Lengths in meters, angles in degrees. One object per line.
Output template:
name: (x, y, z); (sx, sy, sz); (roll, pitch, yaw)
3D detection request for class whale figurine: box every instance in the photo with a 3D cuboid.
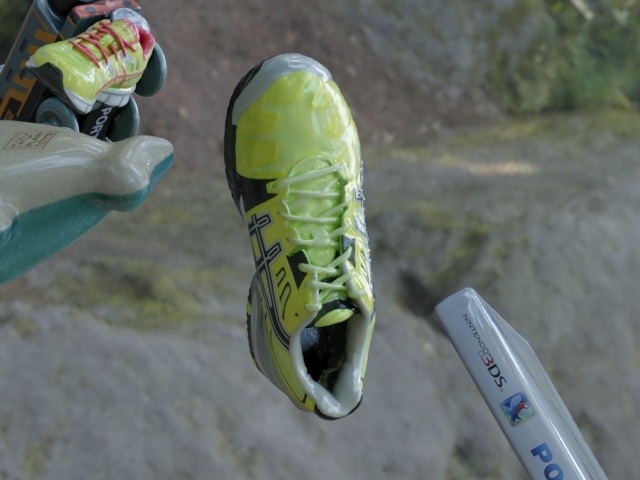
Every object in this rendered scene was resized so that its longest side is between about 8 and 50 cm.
whale figurine: (-0.268, -0.032, 1.675); (0.216, 0.272, 0.141); (-64, 145, -60)

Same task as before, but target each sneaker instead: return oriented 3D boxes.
sneaker: (-0.229, -0.189, 1.802); (0.081, 0.094, 0.208); (41, 15, 4)
sneaker: (0.000, 0.000, 1.740); (0.147, 0.145, 0.385); (-135, -148, -56)

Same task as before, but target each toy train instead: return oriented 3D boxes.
toy train: (-0.317, -0.188, 2.182); (0.142, 0.334, 0.190); (-20, 64, -42)

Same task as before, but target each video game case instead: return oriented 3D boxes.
video game case: (0.198, 0.190, 1.328); (0.300, 0.036, 0.329); (61, 7, 15)
